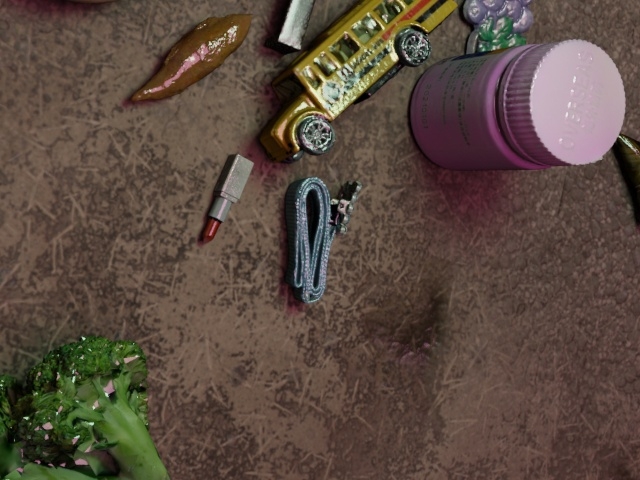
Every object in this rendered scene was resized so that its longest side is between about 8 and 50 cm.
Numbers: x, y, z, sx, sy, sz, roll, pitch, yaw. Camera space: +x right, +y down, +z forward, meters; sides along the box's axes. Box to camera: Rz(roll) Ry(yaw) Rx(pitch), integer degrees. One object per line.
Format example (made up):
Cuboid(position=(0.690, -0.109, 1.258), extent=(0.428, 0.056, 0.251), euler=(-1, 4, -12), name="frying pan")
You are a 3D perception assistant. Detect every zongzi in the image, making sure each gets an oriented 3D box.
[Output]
Cuboid(position=(0.593, -0.139, 1.925), extent=(0.187, 0.084, 0.184), euler=(-32, 97, -30), name="zongzi")

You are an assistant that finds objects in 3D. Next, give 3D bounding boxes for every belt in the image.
Cuboid(position=(-0.002, 0.000, 1.620), extent=(0.100, 0.065, 0.179), euler=(4, 93, -20), name="belt")

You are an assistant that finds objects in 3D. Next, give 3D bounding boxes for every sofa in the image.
Cuboid(position=(-0.037, -0.321, 1.580), extent=(0.039, 0.060, 0.118), euler=(20, 85, -21), name="sofa")

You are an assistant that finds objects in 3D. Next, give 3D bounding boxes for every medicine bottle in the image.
Cuboid(position=(0.275, -0.189, 1.625), extent=(0.178, 0.290, 0.178), euler=(-1, 92, -28), name="medicine bottle")

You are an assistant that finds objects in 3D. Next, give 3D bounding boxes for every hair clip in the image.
Cuboid(position=(0.273, -0.358, 1.760), extent=(0.124, 0.052, 0.196), euler=(0, 101, -19), name="hair clip")

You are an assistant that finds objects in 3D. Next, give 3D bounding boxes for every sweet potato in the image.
Cuboid(position=(-0.172, -0.243, 1.517), extent=(0.068, 0.060, 0.206), euler=(42, 71, 15), name="sweet potato")

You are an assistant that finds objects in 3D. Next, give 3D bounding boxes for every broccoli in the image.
Cuboid(position=(-0.318, 0.325, 1.336), extent=(0.309, 0.321, 0.414), euler=(23, 57, -2), name="broccoli")

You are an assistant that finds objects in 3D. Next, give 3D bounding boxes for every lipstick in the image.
Cuboid(position=(-0.133, -0.054, 1.560), extent=(0.030, 0.030, 0.129), euler=(27, 81, -27), name="lipstick")

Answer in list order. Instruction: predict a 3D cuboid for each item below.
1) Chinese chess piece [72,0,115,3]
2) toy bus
Cuboid(position=(-0.289, -0.420, 1.403), extent=(0.249, 0.103, 0.250), euler=(-5, 99, -37), name="Chinese chess piece")
Cuboid(position=(0.042, -0.246, 1.595), extent=(0.335, 0.121, 0.123), euler=(-43, 102, -19), name="toy bus")
